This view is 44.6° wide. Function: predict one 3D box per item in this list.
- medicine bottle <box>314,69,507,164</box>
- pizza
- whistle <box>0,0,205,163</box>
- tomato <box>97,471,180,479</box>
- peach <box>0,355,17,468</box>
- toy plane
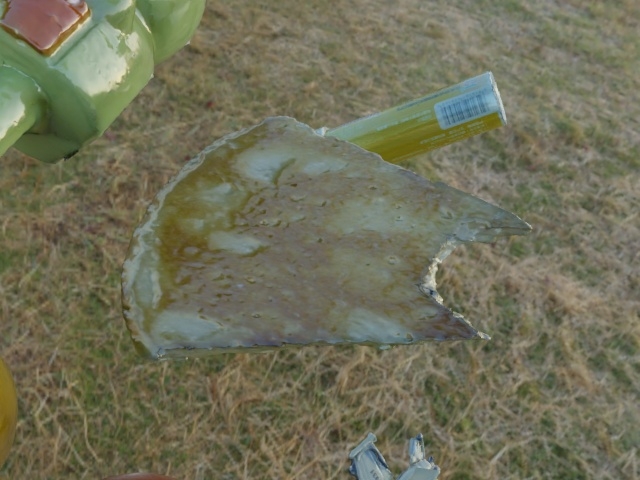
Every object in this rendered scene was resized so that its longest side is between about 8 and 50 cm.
[{"bbox_3d":[0.092,-0.120,0.862,0.218,0.074,0.074,-17,35,20],"label":"medicine bottle"},{"bbox_3d":[0.000,0.000,0.501,0.262,0.034,0.181,3,65,14],"label":"pizza"},{"bbox_3d":[-0.160,-0.117,0.476,0.106,0.131,0.288,48,52,-23],"label":"whistle"},{"bbox_3d":[-0.108,0.217,0.452,0.167,0.167,0.167,10,40,-8],"label":"tomato"},{"bbox_3d":[-0.261,0.118,0.441,0.179,0.179,0.103,-24,72,-39],"label":"peach"},{"bbox_3d":[0.059,0.356,0.960,0.262,0.088,0.192,-33,100,-23],"label":"toy plane"}]
